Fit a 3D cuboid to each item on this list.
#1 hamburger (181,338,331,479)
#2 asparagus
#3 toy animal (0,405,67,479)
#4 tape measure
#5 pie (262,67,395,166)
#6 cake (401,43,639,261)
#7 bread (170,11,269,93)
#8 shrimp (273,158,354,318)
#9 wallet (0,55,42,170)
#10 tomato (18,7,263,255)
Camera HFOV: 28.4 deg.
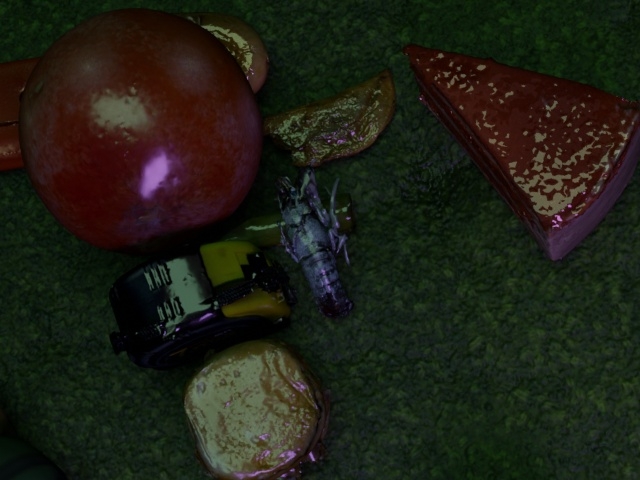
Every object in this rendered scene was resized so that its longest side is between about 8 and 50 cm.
[{"bbox_3d":[-0.060,0.191,1.325,0.159,0.131,0.185,-21,77,-5],"label":"hamburger"},{"bbox_3d":[-0.047,-0.014,1.426,0.178,0.041,0.045,-13,114,8],"label":"asparagus"},{"bbox_3d":[-0.398,0.249,1.340,0.338,0.216,0.191,31,55,16],"label":"toy animal"},{"bbox_3d":[-0.130,0.062,1.343,0.199,0.186,0.112,-24,78,4],"label":"tape measure"},{"bbox_3d":[0.014,-0.134,1.454,0.170,0.034,0.092,-19,69,-1],"label":"pie"},{"bbox_3d":[0.194,-0.085,1.337,0.262,0.158,0.160,18,77,18],"label":"cake"},{"bbox_3d":[-0.149,-0.212,1.489,0.189,0.077,0.114,5,95,12],"label":"bread"},{"bbox_3d":[0.000,0.002,1.364,0.082,0.076,0.174,-18,95,1],"label":"shrimp"},{"bbox_3d":[-0.346,-0.157,1.527,0.204,0.045,0.142,-8,72,9],"label":"wallet"},{"bbox_3d":[-0.195,-0.107,1.360,0.265,0.265,0.265,-3,73,11],"label":"tomato"}]
